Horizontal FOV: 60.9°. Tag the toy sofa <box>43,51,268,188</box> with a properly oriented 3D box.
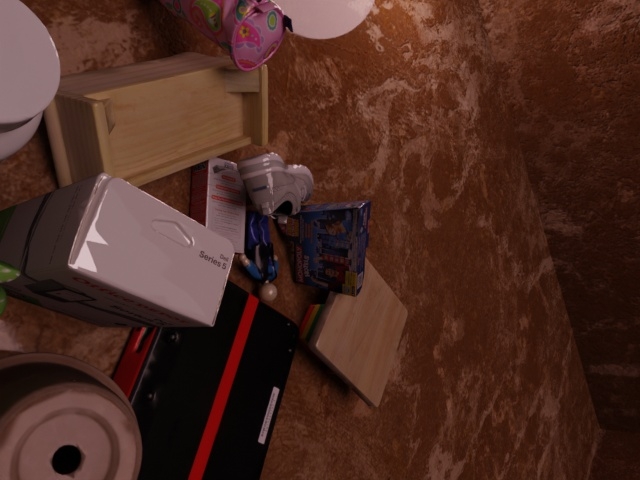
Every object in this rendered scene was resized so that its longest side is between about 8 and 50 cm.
[{"bbox_3d":[-0.259,-0.197,0.880,0.362,0.177,0.150,-35,135,-47],"label":"toy sofa"}]

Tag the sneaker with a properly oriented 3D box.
[{"bbox_3d":[-0.082,-0.084,1.036,0.281,0.105,0.115,2,77,-73],"label":"sneaker"}]

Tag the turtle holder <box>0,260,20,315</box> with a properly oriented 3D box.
[{"bbox_3d":[-0.469,0.060,0.482,0.227,0.243,0.320,-62,159,-6],"label":"turtle holder"}]

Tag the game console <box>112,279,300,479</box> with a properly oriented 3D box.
[{"bbox_3d":[-0.193,0.259,0.939,0.342,0.060,0.386,42,54,-42],"label":"game console"}]

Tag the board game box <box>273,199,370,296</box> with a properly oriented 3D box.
[{"bbox_3d":[0.000,0.000,1.127,0.060,0.194,0.194,-35,131,-56],"label":"board game box"}]

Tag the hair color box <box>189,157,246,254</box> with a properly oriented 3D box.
[{"bbox_3d":[-0.186,-0.061,0.992,0.093,0.053,0.167,13,76,-49],"label":"hair color box"}]

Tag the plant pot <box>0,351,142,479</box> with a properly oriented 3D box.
[{"bbox_3d":[-0.309,0.248,0.610,0.263,0.229,0.263,14,65,-34],"label":"plant pot"}]

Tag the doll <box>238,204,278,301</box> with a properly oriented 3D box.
[{"bbox_3d":[-0.117,0.026,1.061,0.129,0.046,0.189,-5,87,-64],"label":"doll"}]

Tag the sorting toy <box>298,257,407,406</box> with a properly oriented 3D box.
[{"bbox_3d":[0.071,0.196,1.228,0.255,0.089,0.257,50,49,-33],"label":"sorting toy"}]

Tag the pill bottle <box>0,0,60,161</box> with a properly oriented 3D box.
[{"bbox_3d":[-0.397,-0.147,0.559,0.169,0.302,0.169,11,75,-49],"label":"pill bottle"}]

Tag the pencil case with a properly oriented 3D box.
[{"bbox_3d":[-0.182,-0.399,0.892,0.284,0.124,0.124,42,36,20],"label":"pencil case"}]

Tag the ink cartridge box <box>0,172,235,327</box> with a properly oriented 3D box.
[{"bbox_3d":[-0.278,0.030,0.695,0.198,0.273,0.114,33,60,-42],"label":"ink cartridge box"}]
